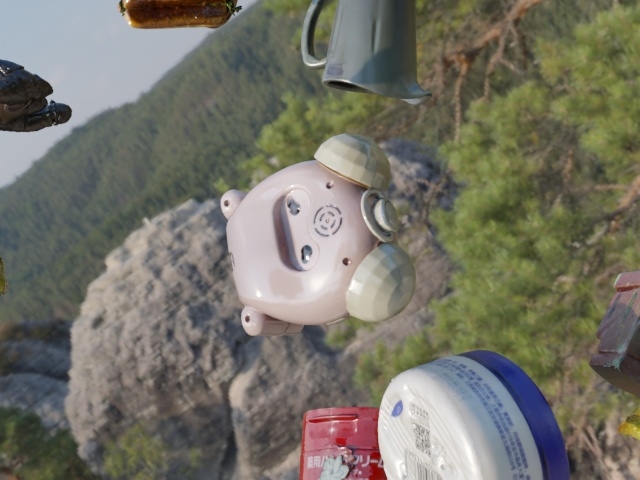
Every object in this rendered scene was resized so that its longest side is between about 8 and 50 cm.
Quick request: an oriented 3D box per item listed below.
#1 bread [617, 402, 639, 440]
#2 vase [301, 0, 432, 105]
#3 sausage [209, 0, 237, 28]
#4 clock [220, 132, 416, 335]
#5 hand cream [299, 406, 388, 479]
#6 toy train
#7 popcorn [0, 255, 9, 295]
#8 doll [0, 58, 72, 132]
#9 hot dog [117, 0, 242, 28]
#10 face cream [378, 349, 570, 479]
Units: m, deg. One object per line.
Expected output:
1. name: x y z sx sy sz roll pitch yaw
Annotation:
1. bread: 0.569 0.222 1.291 0.233 0.088 0.160 -39 -14 -14
2. vase: 0.080 -0.380 1.393 0.251 0.300 0.156 7 4 31
3. sausage: -0.252 -0.526 1.730 0.153 0.141 0.268 4 25 -25
4. clock: 0.000 0.000 1.530 0.326 0.342 0.184 -19 -10 28
5. hand cream: 0.077 0.348 1.318 0.230 0.230 0.149 -21 60 50
6. toy train: 0.423 0.065 0.896 0.221 0.150 0.304 -62 4 -11
7. popcorn: -0.493 0.054 0.916 0.250 0.241 0.235 -23 13 37
8. doll: -0.382 -0.172 1.039 0.165 0.057 0.139 4 -24 -36
9. hot dog: -0.217 -0.364 1.299 0.188 0.072 0.055 -8 31 -19
10. face cream: 0.148 0.223 0.875 0.111 0.205 0.206 -9 0 -25
